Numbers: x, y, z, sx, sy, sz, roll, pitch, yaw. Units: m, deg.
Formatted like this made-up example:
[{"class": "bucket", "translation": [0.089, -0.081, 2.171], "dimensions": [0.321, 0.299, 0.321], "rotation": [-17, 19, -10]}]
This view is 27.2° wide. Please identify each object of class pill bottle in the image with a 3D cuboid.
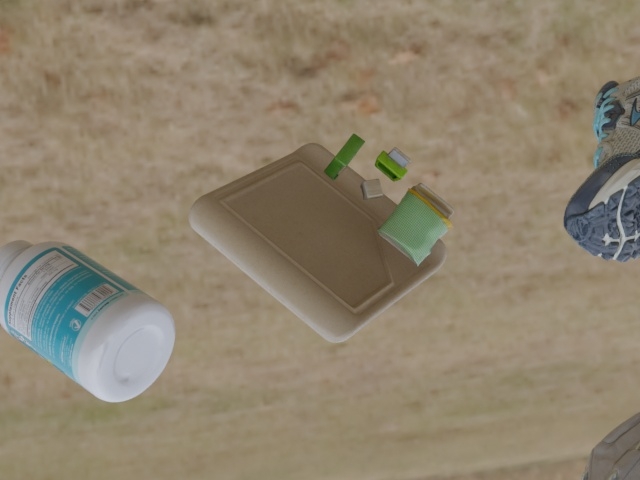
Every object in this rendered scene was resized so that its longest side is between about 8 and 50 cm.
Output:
[{"class": "pill bottle", "translation": [-0.327, 0.093, 1.748], "dimensions": [0.264, 0.146, 0.146], "rotation": [29, -170, 33]}]

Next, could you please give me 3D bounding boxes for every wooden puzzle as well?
[{"class": "wooden puzzle", "translation": [0.000, 0.000, 1.453], "dimensions": [0.238, 0.221, 0.044], "rotation": [-34, 158, -50]}]

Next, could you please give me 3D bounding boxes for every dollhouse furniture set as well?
[{"class": "dollhouse furniture set", "translation": [0.079, -0.050, 1.430], "dimensions": [0.076, 0.151, 0.058], "rotation": [-52, -177, -20]}]

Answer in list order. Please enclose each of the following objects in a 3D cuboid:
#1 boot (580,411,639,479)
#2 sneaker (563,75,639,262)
[{"class": "boot", "translation": [0.310, 0.295, 1.399], "dimensions": [0.258, 0.095, 0.123], "rotation": [-48, -156, -3]}, {"class": "sneaker", "translation": [0.291, -0.083, 1.214], "dimensions": [0.283, 0.122, 0.110], "rotation": [-37, 144, -35]}]
